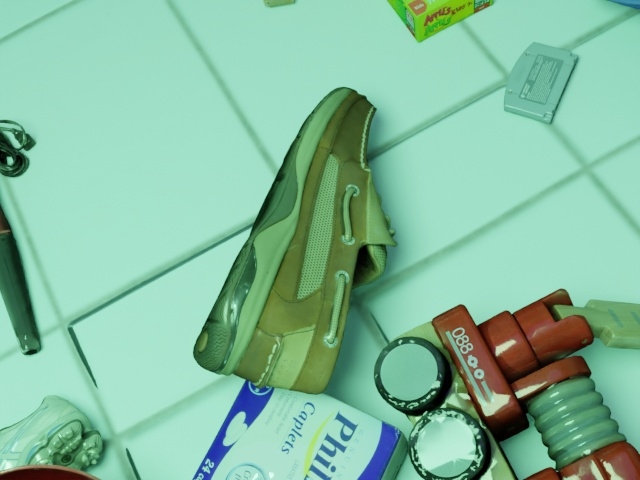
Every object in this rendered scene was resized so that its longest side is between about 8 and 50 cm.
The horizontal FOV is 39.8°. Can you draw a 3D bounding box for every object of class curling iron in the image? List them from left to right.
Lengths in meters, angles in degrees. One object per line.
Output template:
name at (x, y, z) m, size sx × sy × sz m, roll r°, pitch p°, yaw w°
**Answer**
curling iron at (-0.310, -0.013, 0.881) m, size 0.068 × 0.035 × 0.274 m, roll -18°, pitch 62°, yaw 1°

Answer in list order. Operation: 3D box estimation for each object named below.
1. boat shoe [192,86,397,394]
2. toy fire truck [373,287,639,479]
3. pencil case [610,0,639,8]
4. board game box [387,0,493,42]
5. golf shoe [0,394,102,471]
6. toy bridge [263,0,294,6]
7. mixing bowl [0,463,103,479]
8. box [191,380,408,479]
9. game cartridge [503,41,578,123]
boat shoe at (0.000, 0.000, 0.767) m, size 0.119 × 0.123 × 0.324 m, roll 26°, pitch 51°, yaw -4°
toy fire truck at (0.198, 0.134, 0.674) m, size 0.246 × 0.158 × 0.217 m, roll -29°, pitch 62°, yaw 6°
pencil case at (0.326, -0.372, 0.819) m, size 0.119 × 0.306 × 0.133 m, roll -4°, pitch 20°, yaw -15°
board game box at (0.098, -0.306, 0.951) m, size 0.092 × 0.043 × 0.181 m, roll -28°, pitch 63°, yaw -4°
golf shoe at (-0.272, 0.208, 0.761) m, size 0.176 × 0.069 × 0.086 m, roll -40°, pitch 42°, yaw -12°
toy bridge at (-0.066, -0.343, 1.008) m, size 0.063 × 0.026 × 0.188 m, roll -8°, pitch 62°, yaw 7°
mixing bowl at (-0.219, 0.253, 0.680) m, size 0.181 × 0.098 × 0.182 m, roll 0°, pitch 89°, yaw -15°
box at (-0.016, 0.186, 0.711) m, size 0.137 × 0.072 × 0.126 m, roll 22°, pitch 70°, yaw 18°
game cartridge at (0.215, -0.157, 0.873) m, size 0.056 × 0.017 × 0.083 m, roll 22°, pitch 69°, yaw 15°
